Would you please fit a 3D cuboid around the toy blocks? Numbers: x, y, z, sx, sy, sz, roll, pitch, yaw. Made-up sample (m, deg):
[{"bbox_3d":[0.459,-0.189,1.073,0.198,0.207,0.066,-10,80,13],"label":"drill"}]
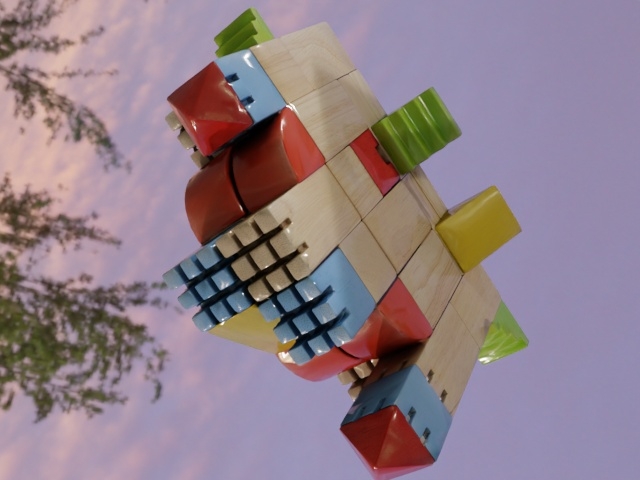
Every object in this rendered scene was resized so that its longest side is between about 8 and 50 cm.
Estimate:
[{"bbox_3d":[0.000,0.000,0.571,0.190,0.381,0.261,-30,-173,31],"label":"toy blocks"}]
